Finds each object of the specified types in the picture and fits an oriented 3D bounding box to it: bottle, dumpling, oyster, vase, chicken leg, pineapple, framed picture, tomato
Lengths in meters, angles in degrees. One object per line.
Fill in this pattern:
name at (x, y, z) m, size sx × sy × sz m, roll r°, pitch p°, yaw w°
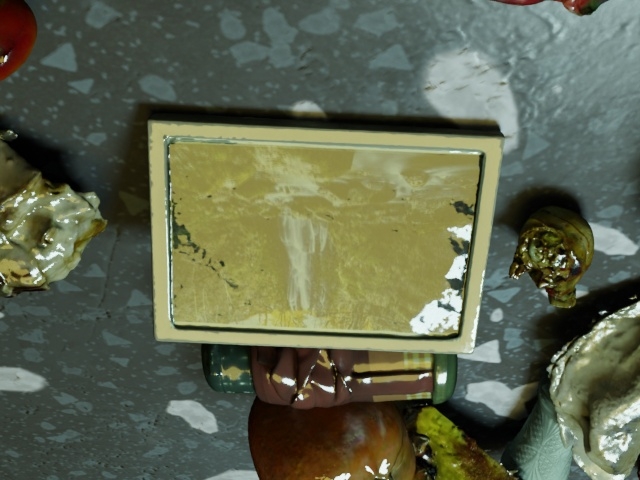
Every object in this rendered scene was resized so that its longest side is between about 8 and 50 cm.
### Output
bottle at (0.007, 0.111, 1.057) m, size 0.271 × 0.143 × 0.156 m, roll -3°, pitch -178°, yaw 2°
dumpling at (0.346, 0.168, 1.091) m, size 0.166 × 0.086 × 0.332 m, roll 9°, pitch 121°, yaw -14°
oyster at (-0.365, -0.032, 0.884) m, size 0.337 × 0.133 × 0.198 m, roll 20°, pitch 132°, yaw -30°
vase at (0.301, 0.252, 1.272) m, size 0.096 × 0.096 × 0.219 m, roll 2°, pitch 140°, yaw -1°
chicken leg at (0.238, 0.029, 0.999) m, size 0.093 × 0.070 × 0.178 m, roll -31°, pitch 151°, yaw 2°
pineapple at (0.159, 0.354, 1.274) m, size 0.158 × 0.161 × 0.334 m, roll -16°, pitch 127°, yaw 46°
framed picture at (0.000, 0.000, 0.919) m, size 0.324 × 0.020 × 0.240 m, roll 4°, pitch 117°, yaw -3°
tomato at (-0.262, -0.162, 0.746) m, size 0.087 × 0.075 × 0.087 m, roll -2°, pitch 100°, yaw -12°

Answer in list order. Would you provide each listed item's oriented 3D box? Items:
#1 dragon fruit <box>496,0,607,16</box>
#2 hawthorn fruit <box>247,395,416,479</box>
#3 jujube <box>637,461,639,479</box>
dragon fruit at (0.101, -0.235, 0.543) m, size 0.192 × 0.274 × 0.193 m, roll -50°, pitch 158°, yaw 2°
hawthorn fruit at (-0.010, 0.234, 1.171) m, size 0.199 × 0.251 × 0.199 m, roll -25°, pitch 131°, yaw -32°
jujube at (0.493, 0.336, 1.388) m, size 0.077 × 0.077 × 0.129 m, roll -6°, pitch 148°, yaw 10°
